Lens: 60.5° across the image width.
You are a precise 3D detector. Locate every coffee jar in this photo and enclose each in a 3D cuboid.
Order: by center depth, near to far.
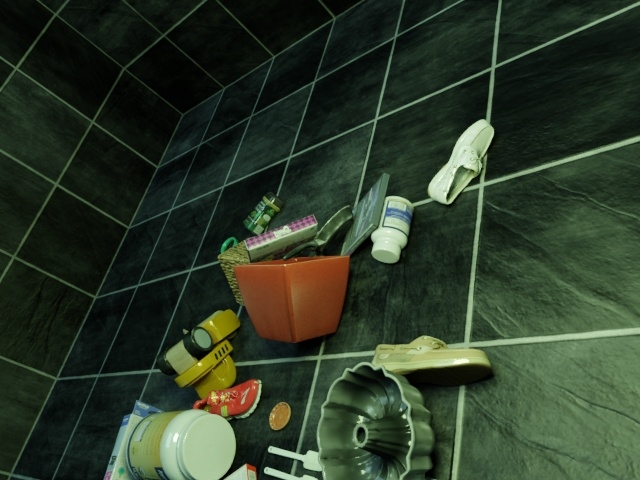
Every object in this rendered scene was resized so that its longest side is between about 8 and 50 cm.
[{"bbox_3d":[-0.239,-0.115,2.314,0.184,0.079,0.096,-51,34,2],"label":"coffee jar"}]

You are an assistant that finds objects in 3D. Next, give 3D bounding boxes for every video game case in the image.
[{"bbox_3d":[0.140,-0.072,1.771,0.274,0.026,0.196,130,159,-59],"label":"video game case"},{"bbox_3d":[-0.124,0.012,1.771,0.232,0.210,0.041,-21,71,-10],"label":"video game case"}]

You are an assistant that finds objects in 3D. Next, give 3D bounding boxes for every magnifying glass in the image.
[{"bbox_3d":[-0.366,0.036,2.375,0.231,0.026,0.092,13,70,52],"label":"magnifying glass"}]

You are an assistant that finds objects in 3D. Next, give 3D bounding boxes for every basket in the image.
[{"bbox_3d":[-0.201,0.118,2.049,0.214,0.222,0.299,-32,22,-33],"label":"basket"}]

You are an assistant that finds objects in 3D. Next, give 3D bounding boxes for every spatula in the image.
[{"bbox_3d":[-0.086,0.650,1.495,0.242,0.019,0.168,-8,54,43],"label":"spatula"}]

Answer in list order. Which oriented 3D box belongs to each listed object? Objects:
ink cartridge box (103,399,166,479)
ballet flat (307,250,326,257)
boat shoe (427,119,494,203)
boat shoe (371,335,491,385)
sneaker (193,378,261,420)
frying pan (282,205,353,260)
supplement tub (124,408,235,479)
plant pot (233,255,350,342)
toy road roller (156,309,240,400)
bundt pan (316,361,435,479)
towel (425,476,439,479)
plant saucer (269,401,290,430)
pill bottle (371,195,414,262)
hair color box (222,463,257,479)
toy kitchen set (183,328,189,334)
[{"bbox_3d":[-0.622,0.735,1.900,0.065,0.186,0.310,-26,42,37],"label":"ink cartridge box"},{"bbox_3d":[-0.037,0.112,1.884,0.074,0.074,0.203,6,62,52],"label":"ballet flat"},{"bbox_3d":[0.434,-0.223,1.616,0.277,0.098,0.096,-58,34,9],"label":"boat shoe"},{"bbox_3d":[0.255,0.284,1.338,0.341,0.122,0.110,-17,49,43],"label":"boat shoe"},{"bbox_3d":[-0.308,0.524,1.783,0.279,0.118,0.107,-33,39,26],"label":"sneaker"},{"bbox_3d":[0.017,-0.023,1.750,0.197,0.053,0.326,-53,-13,21],"label":"frying pan"},{"bbox_3d":[-0.440,0.652,1.725,0.316,0.228,0.228,-19,46,40],"label":"supplement tub"},{"bbox_3d":[-0.079,0.177,1.687,0.268,0.267,0.235,-5,91,48],"label":"plant pot"},{"bbox_3d":[-0.395,0.418,1.957,0.203,0.240,0.329,-36,0,23],"label":"toy road roller"},{"bbox_3d":[0.137,0.456,1.276,0.331,0.124,0.330,-28,54,46],"label":"bundt pan"},{"bbox_3d":[0.290,0.611,1.083,0.285,0.034,0.209,0,58,47],"label":"towel"},{"bbox_3d":[-0.120,0.530,1.651,0.084,0.013,0.083,-31,39,29],"label":"plant saucer"},{"bbox_3d":[0.216,-0.031,1.677,0.112,0.112,0.186,-13,50,44],"label":"pill bottle"},{"bbox_3d":[-0.248,0.723,1.601,0.141,0.043,0.072,-39,36,17],"label":"hair color box"},{"bbox_3d":[-0.533,0.405,2.199,0.083,0.068,0.075,9,67,53],"label":"toy kitchen set"}]
